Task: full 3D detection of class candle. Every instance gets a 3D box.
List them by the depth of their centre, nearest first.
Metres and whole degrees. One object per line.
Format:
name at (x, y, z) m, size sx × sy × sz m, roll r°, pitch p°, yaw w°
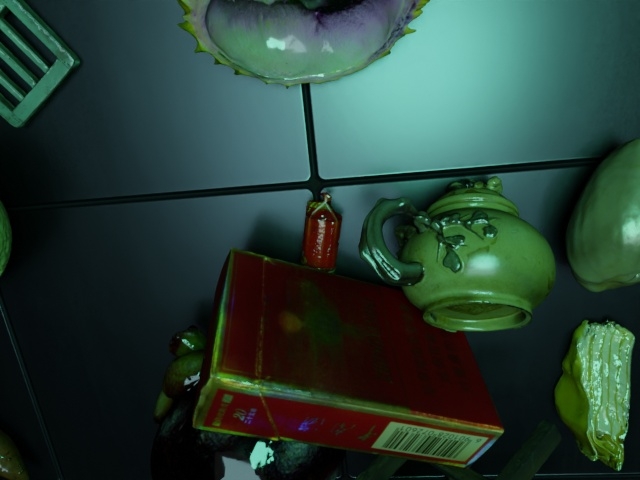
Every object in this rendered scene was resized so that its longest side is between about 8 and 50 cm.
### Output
candle at (0.000, 0.000, 0.622) m, size 0.052 × 0.052 × 0.130 m, roll 6°, pitch 108°, yaw 3°

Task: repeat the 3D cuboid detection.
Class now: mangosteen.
mangosteen at (-0.108, 0.247, 0.619) m, size 0.288 × 0.233 × 0.287 m, roll 16°, pitch 135°, yaw 17°

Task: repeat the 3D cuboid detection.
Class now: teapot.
teapot at (0.169, 0.004, 0.558) m, size 0.269 × 0.182 × 0.173 m, roll 15°, pitch 154°, yaw -18°

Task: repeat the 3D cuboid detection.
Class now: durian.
durian at (-0.012, -0.251, 0.501) m, size 0.261 × 0.153 × 0.186 m, roll 9°, pitch 131°, yaw -1°

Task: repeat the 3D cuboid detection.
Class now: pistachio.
pistachio at (0.358, -0.025, 0.556) m, size 0.124 × 0.124 × 0.185 m, roll 15°, pitch 93°, yaw 0°

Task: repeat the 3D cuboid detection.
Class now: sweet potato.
sweet potato at (-0.579, 0.308, 0.772) m, size 0.057 × 0.057 × 0.264 m, roll -39°, pitch 100°, yaw 15°

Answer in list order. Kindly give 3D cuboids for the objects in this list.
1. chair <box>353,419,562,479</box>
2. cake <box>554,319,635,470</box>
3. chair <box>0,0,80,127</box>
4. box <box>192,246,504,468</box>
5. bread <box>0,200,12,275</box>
chair at (0.130, 0.418, 0.570) m, size 0.416 × 0.203 × 0.240 m, roll -33°, pitch 108°, yaw -24°
cake at (0.372, 0.209, 0.633) m, size 0.080 × 0.116 × 0.185 m, roll 15°, pitch 114°, yaw 1°
chair at (-0.442, -0.264, 0.520) m, size 0.136 × 0.147 × 0.270 m, roll -38°, pitch 100°, yaw 15°
box at (0.027, 0.133, 0.546) m, size 0.313 × 0.197 × 0.089 m, roll 16°, pitch 124°, yaw -15°
bread at (-0.540, 0.005, 0.534) m, size 0.320 × 0.320 × 0.237 m, roll -23°, pitch 98°, yaw 12°
